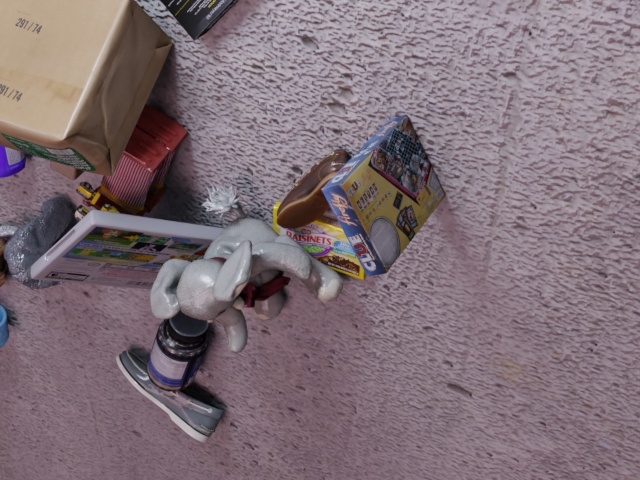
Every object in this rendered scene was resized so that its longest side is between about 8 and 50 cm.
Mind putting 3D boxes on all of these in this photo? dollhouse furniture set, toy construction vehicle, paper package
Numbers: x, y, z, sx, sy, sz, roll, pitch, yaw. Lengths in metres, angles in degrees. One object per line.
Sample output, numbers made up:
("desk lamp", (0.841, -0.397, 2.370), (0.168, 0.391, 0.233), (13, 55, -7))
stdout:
("dollhouse furniture set", (-0.475, -0.210, 1.732), (0.374, 0.152, 0.201), (32, 135, 2))
("toy construction vehicle", (-0.443, -0.065, 1.708), (0.098, 0.035, 0.086), (36, 124, -5))
("paper package", (-0.485, -0.309, 1.567), (0.324, 0.310, 0.168), (16, 168, 22))

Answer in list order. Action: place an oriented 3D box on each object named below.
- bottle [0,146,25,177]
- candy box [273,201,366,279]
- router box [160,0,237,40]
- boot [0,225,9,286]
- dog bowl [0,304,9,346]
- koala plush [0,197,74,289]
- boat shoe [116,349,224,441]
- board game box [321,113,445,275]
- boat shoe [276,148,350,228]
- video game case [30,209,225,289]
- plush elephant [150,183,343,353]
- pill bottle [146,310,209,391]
("bottle", (-0.725, -0.281, 1.903), (0.118, 0.092, 0.283), (31, 136, 33))
("candy box", (0.000, 0.000, 1.688), (0.205, 0.027, 0.105), (19, 127, 20))
("router box", (-0.203, -0.446, 1.473), (0.133, 0.046, 0.179), (50, 135, -10))
("boot", (-0.849, 0.050, 2.248), (0.115, 0.112, 0.305), (37, 143, -21))
("dog bowl", (-1.004, 0.197, 2.408), (0.297, 0.166, 0.074), (30, 123, 11))
("koala plush", (-0.686, 0.024, 2.060), (0.221, 0.203, 0.196), (0, 122, 47))
("boat shoe", (-0.380, 0.373, 2.193), (0.319, 0.116, 0.099), (40, 92, 11))
("board game box", (0.109, -0.078, 1.405), (0.042, 0.243, 0.165), (-12, 115, 40))
("boat shoe", (-0.011, -0.094, 1.599), (0.073, 0.073, 0.207), (20, 141, -34))
("video game case", (-0.389, 0.029, 1.800), (0.300, 0.329, 0.036), (-31, 60, 43))
("plush elephant", (-0.165, 0.086, 1.660), (0.271, 0.255, 0.330), (-12, 123, 45))
("pill bottle", (-0.331, 0.250, 2.026), (0.122, 0.123, 0.219), (33, 134, 8))
